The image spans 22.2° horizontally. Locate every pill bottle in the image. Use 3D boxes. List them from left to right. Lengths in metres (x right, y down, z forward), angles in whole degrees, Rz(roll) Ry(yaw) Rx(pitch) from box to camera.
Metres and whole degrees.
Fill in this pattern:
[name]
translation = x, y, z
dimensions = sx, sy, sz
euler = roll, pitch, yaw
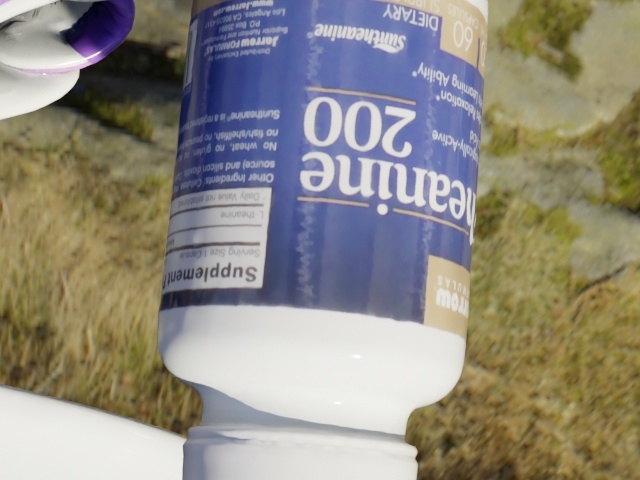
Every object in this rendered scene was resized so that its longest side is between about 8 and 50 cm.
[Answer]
[pill bottle]
translation = 0.000, 0.000, 0.354
dimensions = 0.067, 0.067, 0.120
euler = 6, 80, -8

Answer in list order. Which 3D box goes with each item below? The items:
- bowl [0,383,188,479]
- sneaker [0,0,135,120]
[bowl]
translation = -0.183, 0.127, 0.614
dimensions = 0.298, 0.298, 0.134
euler = 10, 75, -6
[sneaker]
translation = -0.136, -0.134, 0.694
dimensions = 0.161, 0.102, 0.282
euler = 24, 43, 6
